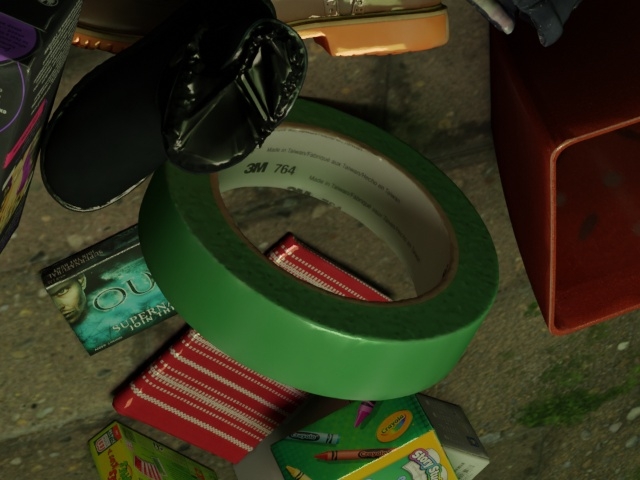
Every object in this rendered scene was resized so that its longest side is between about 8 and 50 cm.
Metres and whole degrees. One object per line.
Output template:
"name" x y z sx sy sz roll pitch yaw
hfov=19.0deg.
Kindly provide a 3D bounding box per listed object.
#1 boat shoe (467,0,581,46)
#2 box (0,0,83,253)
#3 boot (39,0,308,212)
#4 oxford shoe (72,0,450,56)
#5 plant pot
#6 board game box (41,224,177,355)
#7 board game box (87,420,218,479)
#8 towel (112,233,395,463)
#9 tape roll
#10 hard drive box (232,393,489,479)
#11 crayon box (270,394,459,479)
"boat shoe" 0.155 -0.296 1.576 0.158 0.127 0.340 -60 141 -11
"box" -0.307 -0.098 1.510 0.165 0.143 0.270 23 128 -2
"boot" -0.119 -0.094 1.446 0.246 0.207 0.094 -42 108 8
"oxford shoe" -0.069 -0.222 1.606 0.363 0.130 0.133 -5 105 -17
"plant pot" 0.290 -0.114 1.804 0.267 0.236 0.267 -18 140 -10
"board game box" -0.167 0.033 1.870 0.186 0.026 0.126 -26 141 -1
"board game box" -0.169 0.271 2.075 0.043 0.092 0.181 -38 140 15
"towel" -0.068 0.120 2.019 0.275 0.031 0.199 -43 136 16
"tape roll" 0.000 0.000 1.696 0.321 0.321 0.077 2 133 -31
"hard drive box" 0.048 0.254 2.183 0.232 0.089 0.181 22 120 -44
"crayon box" 0.070 0.281 2.089 0.165 0.081 0.278 -27 141 -1
